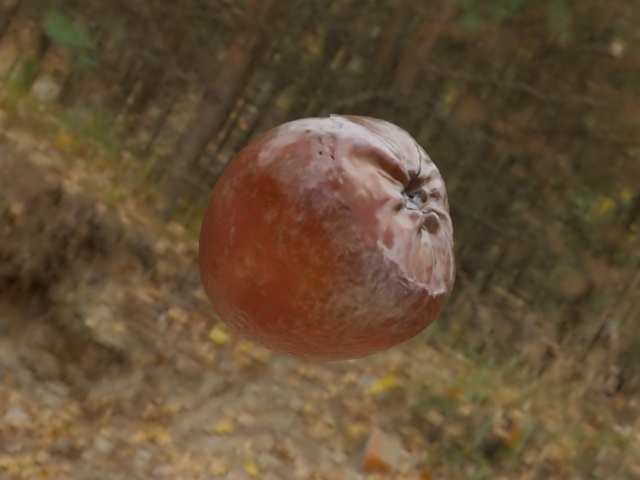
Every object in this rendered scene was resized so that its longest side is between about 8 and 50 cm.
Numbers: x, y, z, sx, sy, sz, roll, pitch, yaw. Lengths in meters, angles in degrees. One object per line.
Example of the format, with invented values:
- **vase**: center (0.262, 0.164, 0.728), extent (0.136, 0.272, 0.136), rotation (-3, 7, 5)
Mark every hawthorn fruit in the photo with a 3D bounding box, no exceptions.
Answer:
- **hawthorn fruit**: center (0.000, 0.000, 1.026), extent (0.173, 0.173, 0.173), rotation (30, 5, -3)
